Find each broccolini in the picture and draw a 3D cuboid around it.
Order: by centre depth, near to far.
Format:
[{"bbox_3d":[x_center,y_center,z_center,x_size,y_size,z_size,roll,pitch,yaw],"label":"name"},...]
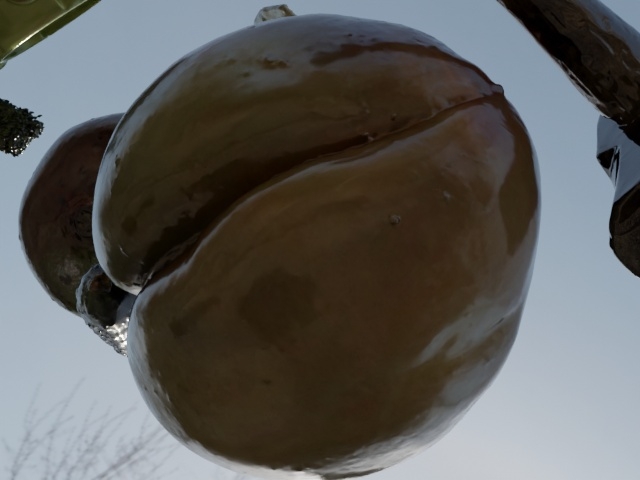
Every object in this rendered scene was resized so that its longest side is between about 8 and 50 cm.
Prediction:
[{"bbox_3d":[-0.373,-0.153,1.028,0.239,0.054,0.051,30,-75,12],"label":"broccolini"}]

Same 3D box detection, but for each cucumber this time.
[{"bbox_3d":[-0.153,0.057,0.841,0.067,0.293,0.067,1,-98,-7],"label":"cucumber"}]

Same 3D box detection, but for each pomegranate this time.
[{"bbox_3d":[-0.251,-0.017,1.444,0.291,0.323,0.291,-4,-110,11],"label":"pomegranate"}]

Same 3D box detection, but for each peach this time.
[{"bbox_3d":[-0.001,-0.001,0.655,0.292,0.247,0.292,-11,-115,25],"label":"peach"}]

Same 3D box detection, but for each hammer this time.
[{"bbox_3d":[0.120,-0.164,0.637,0.409,0.242,0.095,42,-59,-9],"label":"hammer"}]

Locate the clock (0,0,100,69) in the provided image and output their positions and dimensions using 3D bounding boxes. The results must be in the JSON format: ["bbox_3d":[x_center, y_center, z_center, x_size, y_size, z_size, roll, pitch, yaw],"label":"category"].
[{"bbox_3d":[-0.250,-0.230,0.965,0.232,0.170,0.069,-27,-76,27],"label":"clock"}]

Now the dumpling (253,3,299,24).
[{"bbox_3d":[-0.030,-0.147,1.011,0.092,0.176,0.150,-48,-133,0],"label":"dumpling"}]
